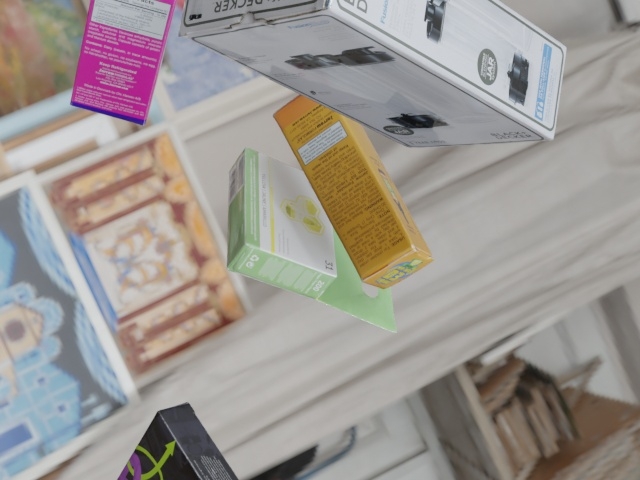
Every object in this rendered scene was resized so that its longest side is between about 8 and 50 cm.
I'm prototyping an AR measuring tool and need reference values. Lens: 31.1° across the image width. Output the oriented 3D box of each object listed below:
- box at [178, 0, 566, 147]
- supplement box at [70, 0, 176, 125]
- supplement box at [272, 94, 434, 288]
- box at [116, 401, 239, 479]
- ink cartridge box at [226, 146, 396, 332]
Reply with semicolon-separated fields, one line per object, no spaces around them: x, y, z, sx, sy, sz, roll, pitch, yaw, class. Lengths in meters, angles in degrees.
0.051;-0.162;0.936;0.169;0.290;0.087;1;-104;46;box
-0.264;-0.286;1.575;0.111;0.114;0.220;-88;-163;-48;supplement box
0.037;-0.062;1.300;0.233;0.080;0.078;61;15;21;supplement box
-0.092;0.195;0.700;0.116;0.029;0.162;51;-52;28;box
0.000;0.000;1.386;0.056;0.235;0.171;-52;-152;36;ink cartridge box
